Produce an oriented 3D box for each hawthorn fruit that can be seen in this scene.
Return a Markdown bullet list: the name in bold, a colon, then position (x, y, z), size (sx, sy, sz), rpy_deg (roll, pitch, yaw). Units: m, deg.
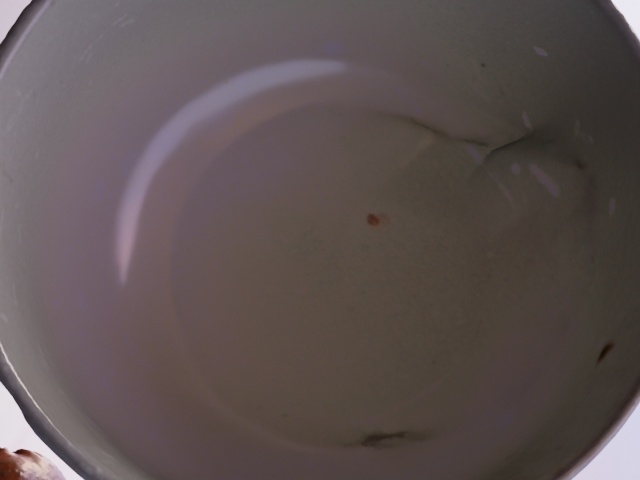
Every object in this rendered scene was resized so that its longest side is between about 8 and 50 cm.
- **hawthorn fruit**: position (-0.275, 0.232, 1.278), size (0.128, 0.128, 0.128), rpy_deg (-55, -166, 21)

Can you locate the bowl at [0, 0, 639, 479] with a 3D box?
- **bowl**: position (0.000, 0.000, 0.619), size (0.145, 0.277, 0.277), rpy_deg (94, 22, -74)
